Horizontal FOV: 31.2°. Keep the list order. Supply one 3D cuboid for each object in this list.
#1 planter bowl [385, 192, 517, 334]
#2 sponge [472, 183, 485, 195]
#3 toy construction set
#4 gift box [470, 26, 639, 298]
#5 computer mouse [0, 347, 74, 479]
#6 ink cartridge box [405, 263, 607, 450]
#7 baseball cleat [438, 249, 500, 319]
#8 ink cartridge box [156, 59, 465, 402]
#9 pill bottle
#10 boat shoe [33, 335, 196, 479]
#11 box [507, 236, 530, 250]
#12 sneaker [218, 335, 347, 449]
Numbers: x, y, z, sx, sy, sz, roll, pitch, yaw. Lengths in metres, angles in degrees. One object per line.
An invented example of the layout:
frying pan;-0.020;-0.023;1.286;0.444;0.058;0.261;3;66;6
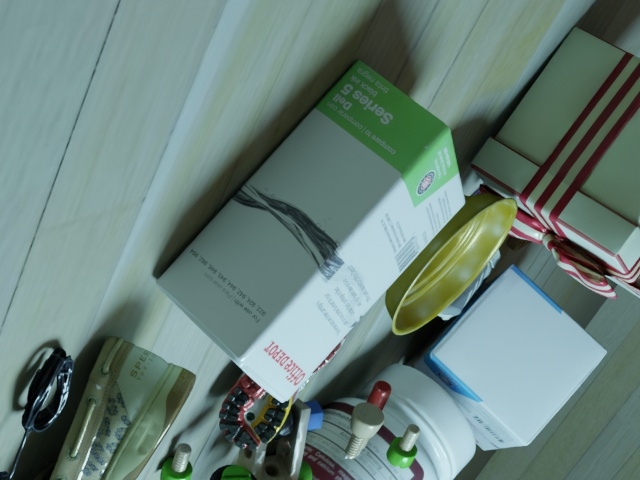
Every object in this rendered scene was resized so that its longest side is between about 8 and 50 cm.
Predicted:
planter bowl;0.134;0.006;1.401;0.217;0.090;0.217;-40;159;-19
sponge;0.284;-0.087;1.646;0.210;0.031;0.117;-43;159;-19
toy construction set;-0.021;0.334;1.423;0.309;0.257;0.237;-32;150;-47
gift box;0.375;-0.072;1.483;0.258;0.255;0.276;-53;146;0
computer mouse;-0.271;0.188;0.959;0.242;0.041;0.071;-61;167;11
ink cartridge box;0.280;0.194;1.817;0.197;0.198;0.270;-46;176;-12
baseball cleat;0.205;0.047;1.687;0.109;0.072;0.206;-64;166;21
ink cartridge box;0.000;0.000;1.067;0.273;0.114;0.198;-47;160;-7
pill bottle;0.027;0.367;1.639;0.392;0.224;0.224;-38;158;-27
boat shoe;-0.217;0.205;1.047;0.285;0.089;0.104;-54;-174;20
box;0.404;-0.081;1.928;0.164;0.021;0.201;-23;147;-51
sneaker;-0.038;0.125;1.293;0.225;0.088;0.093;-54;-179;12
